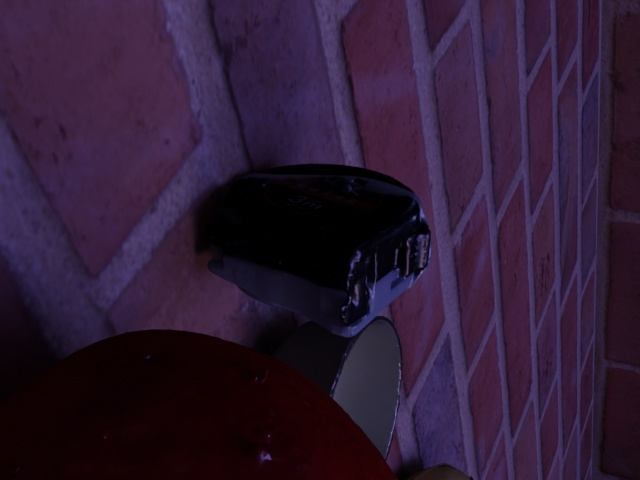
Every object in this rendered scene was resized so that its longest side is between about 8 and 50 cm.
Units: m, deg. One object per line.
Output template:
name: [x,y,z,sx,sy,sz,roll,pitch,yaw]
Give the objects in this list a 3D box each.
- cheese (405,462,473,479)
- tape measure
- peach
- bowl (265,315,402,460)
cheese: [0.177,0.468,1.366,0.316,0.128,0.259,-36,117,-61]
tape measure: [0.002,-0.002,0.806,0.181,0.182,0.107,-24,124,-48]
peach: [-0.081,0.235,0.527,0.370,0.370,0.370,-34,128,-57]
bowl: [-0.001,0.171,0.939,0.211,0.112,0.211,-34,129,-56]
